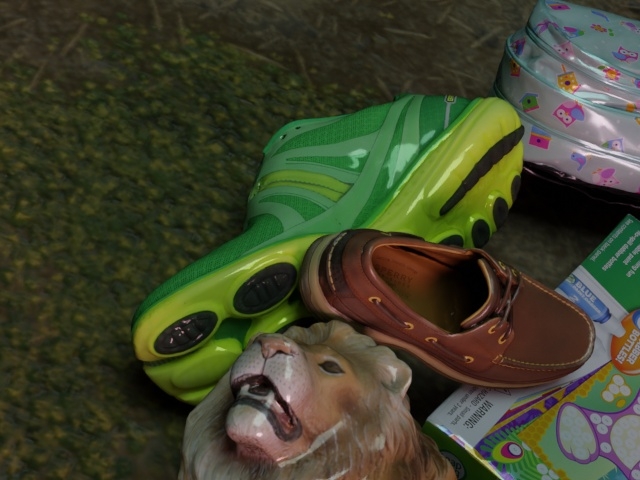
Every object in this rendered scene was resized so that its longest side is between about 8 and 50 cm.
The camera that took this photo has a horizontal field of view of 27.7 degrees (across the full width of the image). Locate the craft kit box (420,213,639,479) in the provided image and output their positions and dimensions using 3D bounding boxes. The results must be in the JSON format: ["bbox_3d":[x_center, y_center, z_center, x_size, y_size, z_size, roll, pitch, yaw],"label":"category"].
[{"bbox_3d":[0.212,0.128,0.756,0.247,0.061,0.250,41,48,12],"label":"craft kit box"}]

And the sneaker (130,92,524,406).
[{"bbox_3d":[0.000,0.000,0.766,0.123,0.109,0.295,22,43,39],"label":"sneaker"}]

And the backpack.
[{"bbox_3d":[0.200,-0.089,0.877,0.182,0.115,0.152,12,23,-17],"label":"backpack"}]

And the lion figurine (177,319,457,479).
[{"bbox_3d":[0.097,0.192,0.573,0.392,0.142,0.240,24,49,9],"label":"lion figurine"}]

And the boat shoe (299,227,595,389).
[{"bbox_3d":[0.077,0.037,0.681,0.178,0.060,0.064,18,70,-26],"label":"boat shoe"}]
